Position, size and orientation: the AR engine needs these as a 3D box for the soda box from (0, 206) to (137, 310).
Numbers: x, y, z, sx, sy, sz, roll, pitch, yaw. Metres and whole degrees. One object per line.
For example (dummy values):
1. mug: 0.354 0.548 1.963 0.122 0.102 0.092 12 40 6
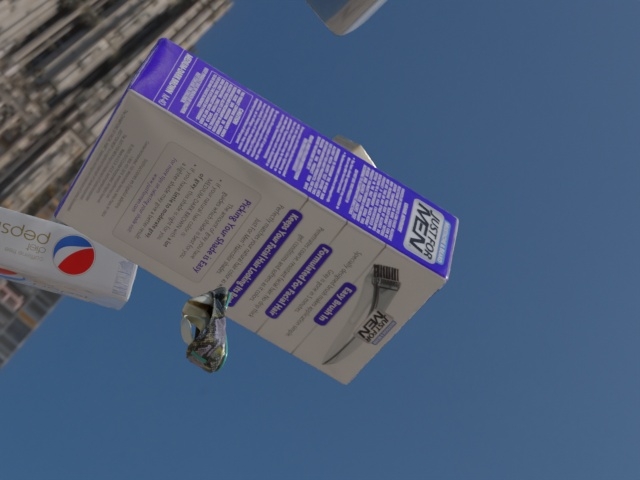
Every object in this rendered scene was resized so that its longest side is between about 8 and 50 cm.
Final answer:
1. soda box: -0.324 0.017 1.368 0.216 0.069 0.074 17 -17 -13

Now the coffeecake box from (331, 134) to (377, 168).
1. coffeecake box: 0.000 0.000 1.290 0.185 0.068 0.142 -41 -64 -8

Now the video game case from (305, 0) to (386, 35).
1. video game case: 0.013 -0.194 0.367 0.183 0.023 0.201 50 -52 -1

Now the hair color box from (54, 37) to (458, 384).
1. hair color box: -0.059 -0.022 1.130 0.339 0.110 0.185 32 -51 -9

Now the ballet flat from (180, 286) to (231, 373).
1. ballet flat: -0.095 0.065 0.959 0.041 0.114 0.041 -1 -64 -2
